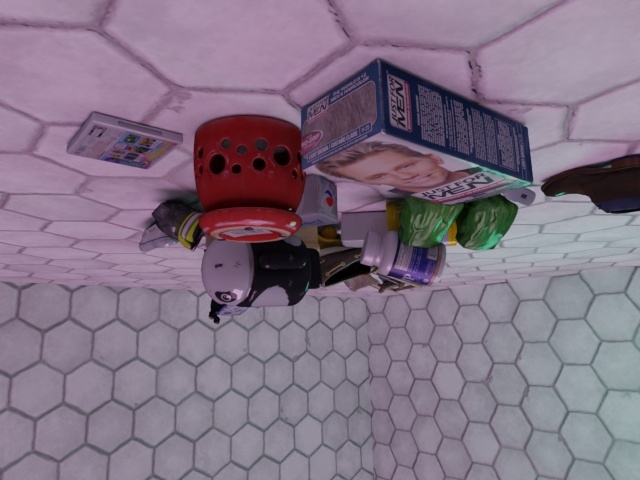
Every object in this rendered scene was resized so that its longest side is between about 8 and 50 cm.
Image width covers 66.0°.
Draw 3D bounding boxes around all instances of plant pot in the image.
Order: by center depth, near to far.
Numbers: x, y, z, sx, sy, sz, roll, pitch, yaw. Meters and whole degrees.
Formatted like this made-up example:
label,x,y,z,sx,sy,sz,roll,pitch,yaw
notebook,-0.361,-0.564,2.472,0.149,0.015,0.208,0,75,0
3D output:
label,x,y,z,sx,sy,sz,roll,pitch,yaw
plant pot,-0.116,-0.091,0.827,0.191,0.174,0.191,-2,171,0

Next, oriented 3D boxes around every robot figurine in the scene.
label,x,y,z,sx,sy,sz,roll,pitch,yaw
robot figurine,-0.132,0.070,1.131,0.278,0.174,0.209,4,124,-34

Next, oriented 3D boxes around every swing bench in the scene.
label,x,y,z,sx,sy,sz,roll,pitch,yaw
swing bench,0.213,0.109,1.854,0.254,0.165,0.253,2,168,-13

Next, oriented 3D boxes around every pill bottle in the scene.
label,x,y,z,sx,sy,sz,roll,pitch,yaw
pill bottle,0.195,0.037,1.184,0.186,0.112,0.112,14,168,-1

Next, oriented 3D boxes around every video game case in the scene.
label,x,y,z,sx,sy,sz,roll,pitch,yaw
video game case,-0.331,-0.162,0.830,0.143,0.019,0.157,8,165,-39

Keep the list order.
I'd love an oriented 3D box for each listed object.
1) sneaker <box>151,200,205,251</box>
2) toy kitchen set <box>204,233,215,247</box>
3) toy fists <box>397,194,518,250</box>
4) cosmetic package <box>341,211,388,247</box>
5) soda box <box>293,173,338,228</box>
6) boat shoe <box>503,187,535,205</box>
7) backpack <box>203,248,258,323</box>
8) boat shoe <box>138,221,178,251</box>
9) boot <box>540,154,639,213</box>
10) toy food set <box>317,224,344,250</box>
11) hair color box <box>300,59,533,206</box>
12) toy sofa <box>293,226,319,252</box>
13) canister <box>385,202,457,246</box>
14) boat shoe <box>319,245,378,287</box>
label,x,y,z,sx,sy,sz,roll,pitch,yaw
sneaker,-0.340,-0.048,1.222,0.121,0.111,0.300,32,170,-9
toy kitchen set,-0.318,-0.007,1.461,0.083,0.068,0.075,1,168,-8
toy fists,0.314,-0.060,1.128,0.279,0.096,0.142,4,138,-12
cosmetic package,0.176,-0.031,1.373,0.230,0.086,0.117,-1,169,7
soda box,-0.108,-0.072,1.111,0.286,0.091,0.098,-7,167,27
boat shoe,0.433,-0.111,1.103,0.142,0.049,0.040,17,-163,-44
backpack,-0.278,0.127,1.687,0.213,0.277,0.263,-3,164,-19
boat shoe,-0.457,-0.017,1.391,0.083,0.076,0.226,-15,-175,-38
boot,0.570,-0.097,1.030,0.082,0.106,0.219,7,165,-36
toy food set,0.000,0.000,1.528,0.128,0.071,0.218,-2,165,-15
hair color box,0.157,-0.143,0.765,0.347,0.105,0.173,8,165,-37
toy sofa,-0.145,0.034,1.419,0.150,0.177,0.362,4,168,-25
canister,0.255,-0.039,1.248,0.169,0.126,0.073,-5,-159,8
boat shoe,0.126,0.060,1.478,0.324,0.097,0.117,-13,143,-22
